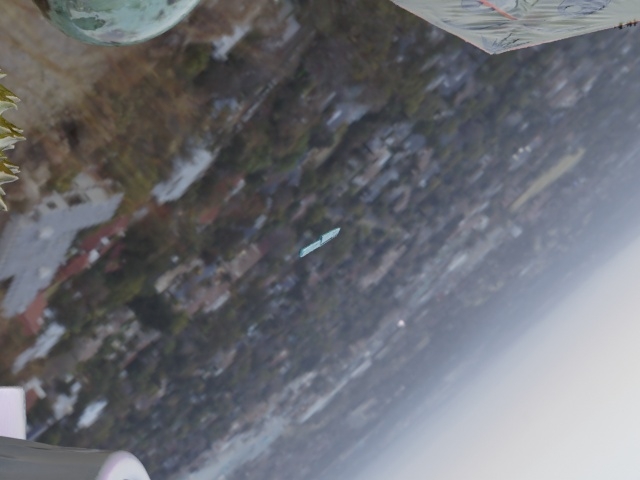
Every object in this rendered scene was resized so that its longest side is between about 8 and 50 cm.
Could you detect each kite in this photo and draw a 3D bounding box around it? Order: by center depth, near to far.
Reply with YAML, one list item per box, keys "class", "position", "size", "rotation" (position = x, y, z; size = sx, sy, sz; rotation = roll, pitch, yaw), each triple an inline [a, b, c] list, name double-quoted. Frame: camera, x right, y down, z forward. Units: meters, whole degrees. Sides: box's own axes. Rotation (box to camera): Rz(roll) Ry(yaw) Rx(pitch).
- class: "kite"
  position: [0.216, -0.231, 0.862]
  size: [0.377, 0.013, 0.327]
  rotation: [0, 171, -9]

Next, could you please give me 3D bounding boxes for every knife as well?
- class: "knife"
  position: [0.000, 0.000, 1.038]
  size: [0.091, 0.005, 0.014]
  rotation: [-30, 139, -56]

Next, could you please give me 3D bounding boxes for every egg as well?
- class: "egg"
  position: [-0.177, -0.286, 0.875]
  size: [0.231, 0.169, 0.169]
  rotation: [-36, 169, 10]

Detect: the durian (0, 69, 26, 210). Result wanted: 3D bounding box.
- class: "durian"
  position: [-0.279, -0.041, 0.564]
  size: [0.172, 0.166, 0.306]
  rotation: [-52, -151, 19]

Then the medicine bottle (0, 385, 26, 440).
- class: "medicine bottle"
  position: [-0.437, 0.317, 1.033]
  size: [0.241, 0.302, 0.241]
  rotation: [-2, 171, 0]

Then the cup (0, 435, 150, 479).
- class: "cup"
  position: [-0.302, 0.249, 0.592]
  size: [0.371, 0.254, 0.253]
  rotation: [-6, 168, 4]
